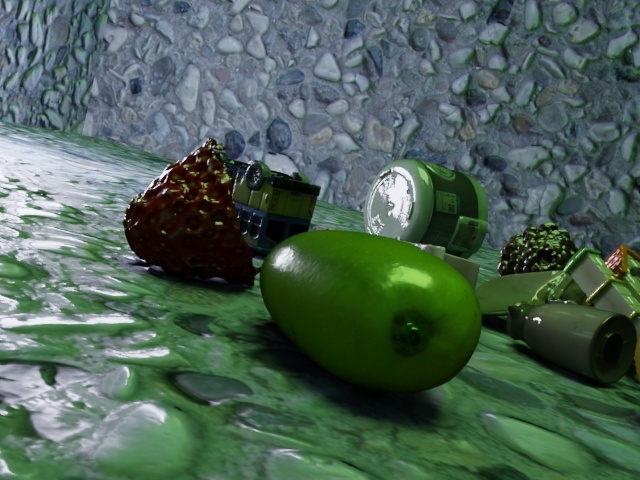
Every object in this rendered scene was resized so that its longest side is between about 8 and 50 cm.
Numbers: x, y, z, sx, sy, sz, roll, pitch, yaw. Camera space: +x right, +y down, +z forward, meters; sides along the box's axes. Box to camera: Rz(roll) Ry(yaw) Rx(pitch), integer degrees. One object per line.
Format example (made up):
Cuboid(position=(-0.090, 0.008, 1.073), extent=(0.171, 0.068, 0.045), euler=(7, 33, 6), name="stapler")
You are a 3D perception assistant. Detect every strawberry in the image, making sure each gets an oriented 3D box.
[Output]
Cuboid(position=(-0.197, -0.016, 1.121), extent=(0.178, 0.234, 0.234), euler=(-19, 14, -10), name="strawberry")

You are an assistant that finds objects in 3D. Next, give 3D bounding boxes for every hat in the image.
Cuboid(position=(0.409, 0.143, 1.397), extent=(0.244, 0.149, 0.214), euler=(-20, 10, 26), name="hat")

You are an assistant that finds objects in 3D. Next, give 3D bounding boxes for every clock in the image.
Cuboid(position=(0.196, 0.051, 1.457), extent=(0.275, 0.080, 0.290), euler=(14, -1, -8), name="clock")
Cuboid(position=(0.568, 0.117, 1.298), extent=(0.219, 0.106, 0.255), euler=(10, 38, -35), name="clock")

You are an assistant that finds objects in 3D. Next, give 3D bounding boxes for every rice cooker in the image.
Cuboid(position=(0.289, -0.071, 2.023), extent=(0.277, 0.288, 0.288), euler=(11, 8, -31), name="rice cooker")

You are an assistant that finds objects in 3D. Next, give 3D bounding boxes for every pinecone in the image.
Cuboid(position=(0.487, 0.068, 1.658), extent=(0.179, 0.184, 0.204), euler=(64, 11, 25), name="pinecone")

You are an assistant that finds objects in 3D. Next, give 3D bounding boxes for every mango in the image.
Cuboid(position=(0.041, 0.066, 0.837), extent=(0.192, 0.156, 0.343), euler=(12, 6, -30), name="mango")

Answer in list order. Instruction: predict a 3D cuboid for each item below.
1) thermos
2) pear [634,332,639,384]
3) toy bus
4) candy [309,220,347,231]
Cuboid(position=(0.384, 0.155, 1.170), extent=(0.137, 0.105, 0.193), euler=(41, -15, -30), name="thermos")
Cuboid(position=(0.496, 0.158, 0.905), extent=(0.208, 0.209, 0.209), euler=(14, 7, -2), name="pear")
Cuboid(position=(-0.153, -0.080, 1.544), extent=(0.287, 0.175, 0.138), euler=(20, 9, 42), name="toy bus")
Cuboid(position=(0.000, 0.000, 1.662), extent=(0.160, 0.073, 0.092), euler=(18, 3, 33), name="candy")
